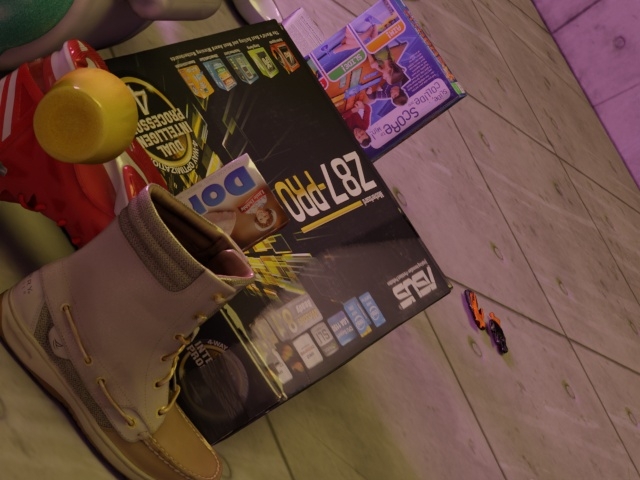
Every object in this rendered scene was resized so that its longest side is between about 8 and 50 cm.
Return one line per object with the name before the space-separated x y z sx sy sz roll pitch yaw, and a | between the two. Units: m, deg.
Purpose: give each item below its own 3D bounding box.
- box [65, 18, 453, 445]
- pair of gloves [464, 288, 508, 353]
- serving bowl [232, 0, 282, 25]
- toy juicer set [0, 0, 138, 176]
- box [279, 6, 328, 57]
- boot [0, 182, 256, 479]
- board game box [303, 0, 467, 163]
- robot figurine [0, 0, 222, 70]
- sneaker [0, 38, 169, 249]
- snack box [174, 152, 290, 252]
box | -0.067 -0.023 1.639 0.318 0.097 0.395 59 27 3
pair of gloves | 0.202 0.099 2.287 0.083 0.010 0.074 47 18 -30
serving bowl | -0.080 -0.275 2.208 0.083 0.027 0.083 46 20 -22
toy juicer set | -0.267 -0.192 1.308 0.089 0.209 0.329 -53 128 -77
box | -0.021 -0.185 2.127 0.126 0.072 0.137 52 19 -8
boot | -0.105 0.077 1.327 0.213 0.165 0.077 48 20 -15
board game box | 0.038 -0.153 2.015 0.136 0.201 0.035 57 19 4
robot figurine | -0.228 -0.246 1.524 0.300 0.200 0.353 27 16 8
sneaker | -0.187 -0.027 1.395 0.221 0.128 0.087 69 15 2
snack box | -0.115 0.006 1.434 0.064 0.178 0.022 56 -13 5
